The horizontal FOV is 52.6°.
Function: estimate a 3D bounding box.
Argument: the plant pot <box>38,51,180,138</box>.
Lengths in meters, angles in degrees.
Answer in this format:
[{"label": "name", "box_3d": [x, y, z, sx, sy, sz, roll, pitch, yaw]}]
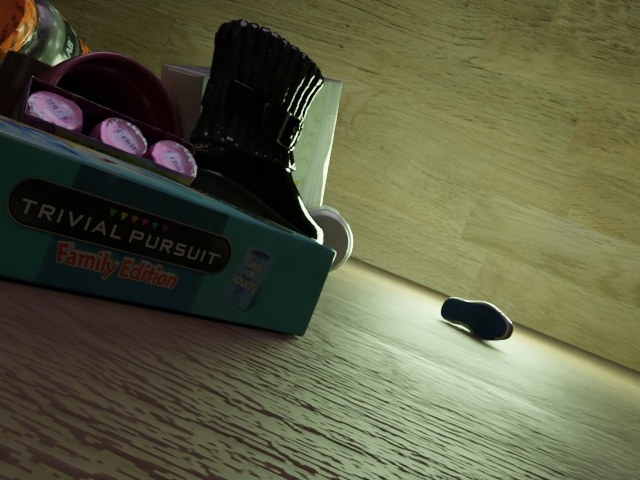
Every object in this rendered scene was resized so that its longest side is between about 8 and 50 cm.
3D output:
[{"label": "plant pot", "box_3d": [-0.329, -0.150, 0.908, 0.180, 0.201, 0.201, 3, -12, 43]}]

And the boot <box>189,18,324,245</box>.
[{"label": "boot", "box_3d": [-0.062, -0.120, 0.942, 0.131, 0.260, 0.348, 7, -18, 26]}]

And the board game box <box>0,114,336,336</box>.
[{"label": "board game box", "box_3d": [-0.191, -0.034, 0.479, 0.254, 0.079, 0.336, 23, 2, 43]}]

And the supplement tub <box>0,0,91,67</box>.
[{"label": "supplement tub", "box_3d": [-0.530, -0.313, 1.217, 0.207, 0.207, 0.338, 22, -14, 17]}]

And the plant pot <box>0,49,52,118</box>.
[{"label": "plant pot", "box_3d": [-0.463, -0.203, 1.039, 0.167, 0.165, 0.167, 22, 2, -1]}]

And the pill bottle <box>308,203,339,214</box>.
[{"label": "pill bottle", "box_3d": [-0.086, -0.045, 1.375, 0.229, 0.131, 0.131, 21, 2, -21]}]

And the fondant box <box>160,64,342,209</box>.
[{"label": "fondant box", "box_3d": [-0.114, -0.158, 1.074, 0.096, 0.238, 0.330, 23, 23, 35]}]

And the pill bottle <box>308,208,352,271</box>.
[{"label": "pill bottle", "box_3d": [0.000, 0.000, 1.215, 0.119, 0.119, 0.208, 22, 1, -1]}]

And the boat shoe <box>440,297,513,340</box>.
[{"label": "boat shoe", "box_3d": [0.309, 0.150, 1.235, 0.066, 0.066, 0.183, 22, 1, -27]}]

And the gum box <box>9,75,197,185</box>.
[{"label": "gum box", "box_3d": [-0.234, -0.079, 0.688, 0.188, 0.107, 0.062, 21, 39, -35]}]
